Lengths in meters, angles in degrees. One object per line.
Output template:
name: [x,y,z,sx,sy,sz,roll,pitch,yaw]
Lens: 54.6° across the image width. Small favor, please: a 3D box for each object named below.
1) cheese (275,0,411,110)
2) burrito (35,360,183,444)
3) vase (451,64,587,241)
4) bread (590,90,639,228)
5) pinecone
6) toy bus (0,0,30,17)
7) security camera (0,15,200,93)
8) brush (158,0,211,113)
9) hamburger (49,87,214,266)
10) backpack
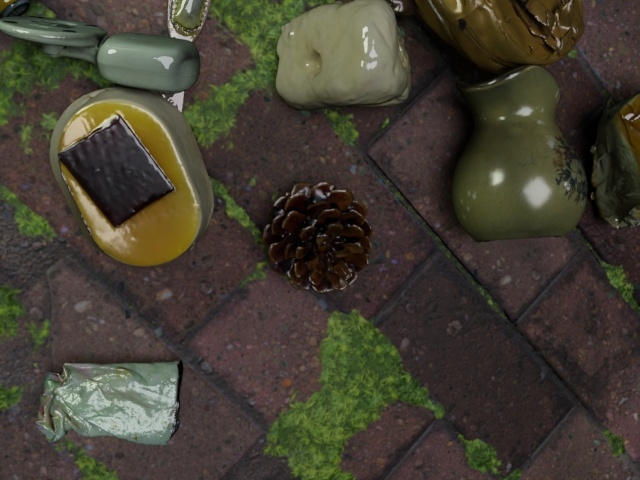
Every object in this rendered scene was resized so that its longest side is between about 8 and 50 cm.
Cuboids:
cheese: [0.077,-0.310,1.054,0.252,0.248,0.173,-2,97,-23]
burrito: [-0.354,0.271,1.056,0.229,0.089,0.143,7,79,-18]
vase: [0.392,-0.154,1.189,0.329,0.241,0.302,-5,90,-48]
bread: [0.678,-0.184,1.254,0.250,0.225,0.278,-25,98,-15]
pinecone: [0.000,0.000,1.083,0.208,0.208,0.207,-2,96,-17]
toy bus: [-0.596,-0.315,0.902,0.336,0.123,0.121,-40,105,-10]
security camera: [-0.339,-0.289,0.958,0.302,0.157,0.080,10,115,-4]
brush: [-0.232,-0.347,1.044,0.072,0.067,0.312,12,94,-19]
hamburger: [-0.300,-0.099,1.005,0.227,0.151,0.295,-20,110,-7]
backpack: [0.306,-0.469,1.109,0.354,0.201,0.378,-36,101,-25]
